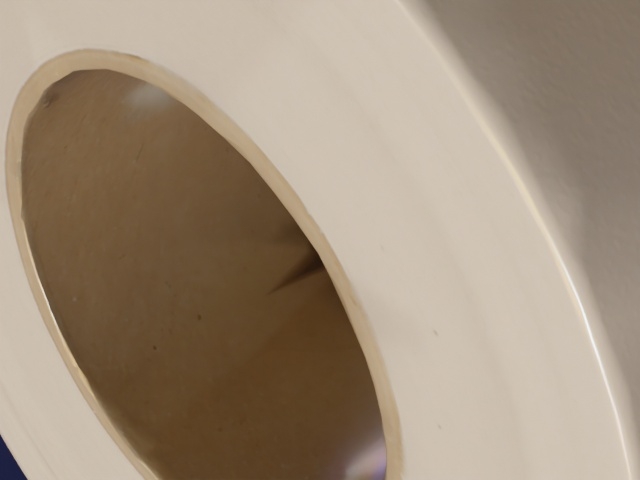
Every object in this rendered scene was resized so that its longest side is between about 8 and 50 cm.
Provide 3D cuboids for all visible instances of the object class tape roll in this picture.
[{"bbox_3d":[0.000,0.000,0.477,0.100,0.286,0.286,-31,-86,-33],"label":"tape roll"}]
